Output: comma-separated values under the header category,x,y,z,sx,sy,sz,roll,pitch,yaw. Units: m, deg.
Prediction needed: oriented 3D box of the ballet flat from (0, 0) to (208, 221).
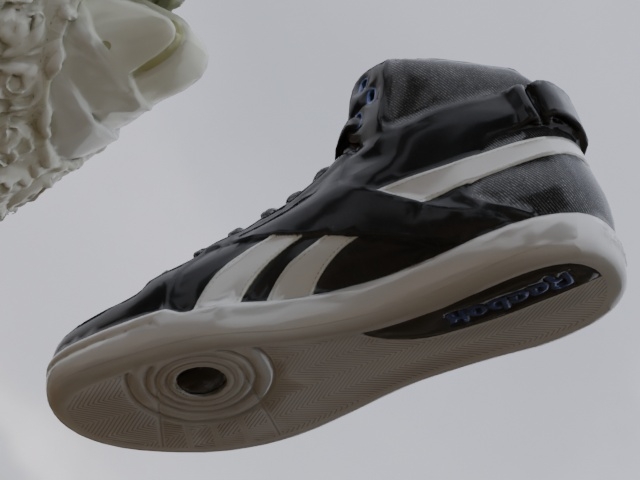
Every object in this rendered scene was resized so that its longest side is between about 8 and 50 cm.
category,x,y,z,sx,sy,sz,roll,pitch,yaw
ballet flat,-0.103,-0.169,1.004,0.147,0.409,0.147,27,-13,6

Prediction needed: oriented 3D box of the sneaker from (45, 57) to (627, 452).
category,x,y,z,sx,sy,sz,roll,pitch,yaw
sneaker,0.000,0.000,0.650,0.217,0.121,0.079,-15,-39,8
